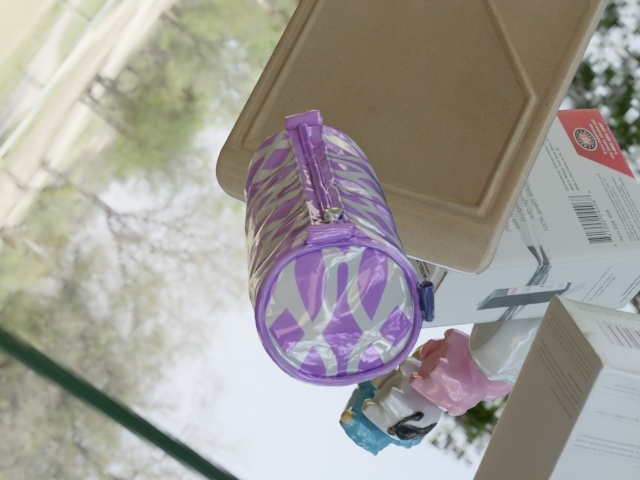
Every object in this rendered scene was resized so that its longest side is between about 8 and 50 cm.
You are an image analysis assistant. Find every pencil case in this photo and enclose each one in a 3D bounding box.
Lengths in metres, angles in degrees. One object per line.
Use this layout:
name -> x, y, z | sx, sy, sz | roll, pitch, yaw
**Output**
pencil case -> 0.000, 0.000, 0.715 | 0.086, 0.088, 0.206 | -15, -160, -1

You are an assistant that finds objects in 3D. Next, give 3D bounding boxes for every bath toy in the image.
bath toy -> 0.169, 0.161, 1.576 | 0.348, 0.129, 0.151 | -35, -159, 53

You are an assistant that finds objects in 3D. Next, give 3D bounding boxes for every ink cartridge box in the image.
ink cartridge box -> 0.191, -0.026, 1.397 | 0.114, 0.273, 0.197 | 118, -40, -48

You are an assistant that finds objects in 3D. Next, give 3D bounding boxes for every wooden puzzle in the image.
wooden puzzle -> 0.065, -0.110, 0.940 | 0.238, 0.221, 0.044 | -66, 151, -11

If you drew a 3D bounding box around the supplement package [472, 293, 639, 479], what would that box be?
supplement package -> 0.200, 0.148, 1.000 | 0.105, 0.105, 0.179 | -114, -140, -61
